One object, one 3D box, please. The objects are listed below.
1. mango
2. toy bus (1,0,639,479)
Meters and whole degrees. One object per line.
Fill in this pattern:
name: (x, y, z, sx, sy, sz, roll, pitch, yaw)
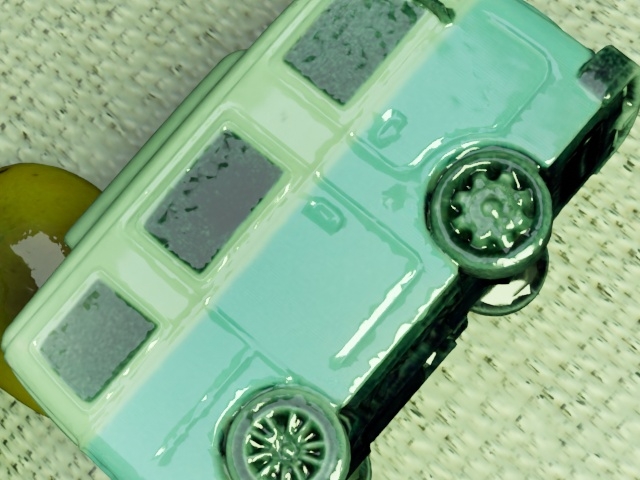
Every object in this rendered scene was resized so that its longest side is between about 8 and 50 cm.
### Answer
mango: (-0.126, 0.030, 0.852, 0.103, 0.076, 0.161, -45, 70, 2)
toy bus: (0.000, 0.000, 0.751, 0.165, 0.133, 0.271, 40, 85, 13)
